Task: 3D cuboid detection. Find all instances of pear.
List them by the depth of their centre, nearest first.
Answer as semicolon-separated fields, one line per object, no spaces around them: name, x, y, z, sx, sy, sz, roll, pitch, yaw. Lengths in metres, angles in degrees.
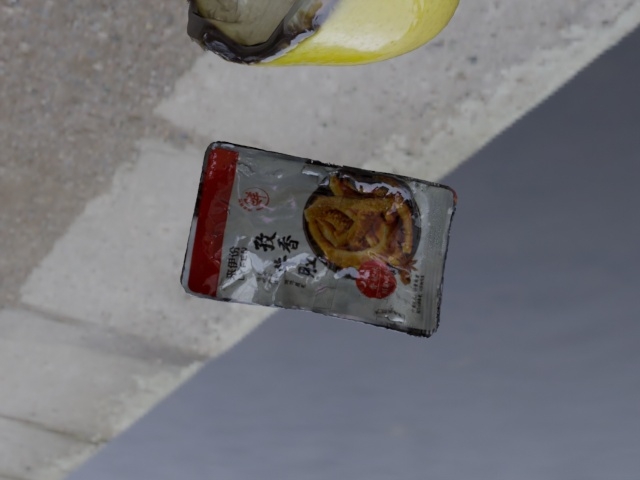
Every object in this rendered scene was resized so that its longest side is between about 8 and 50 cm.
pear;0.037;-0.230;1.012;0.178;0.266;0.267;26;144;-34

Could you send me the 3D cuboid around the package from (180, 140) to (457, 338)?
package;0.000;0.000;1.165;0.239;0.154;0.030;10;159;1
